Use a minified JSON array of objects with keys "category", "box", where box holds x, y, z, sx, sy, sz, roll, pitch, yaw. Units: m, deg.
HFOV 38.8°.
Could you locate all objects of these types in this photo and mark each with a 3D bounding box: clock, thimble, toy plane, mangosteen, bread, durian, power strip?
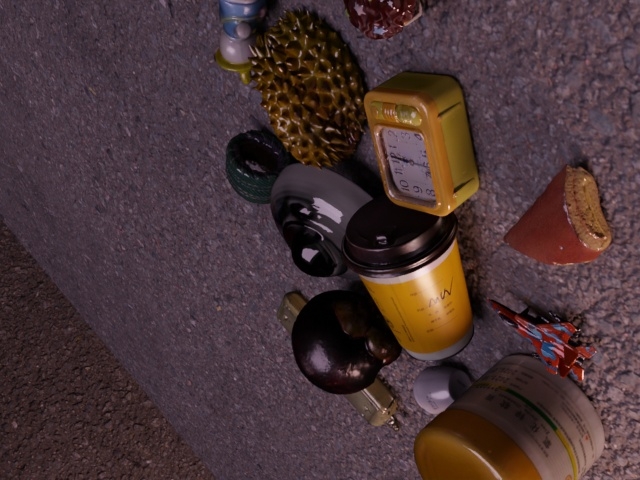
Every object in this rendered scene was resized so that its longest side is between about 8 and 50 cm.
[{"category":"clock","box":[0.155,-0.148,1.393,0.143,0.096,0.202,15,132,44]},{"category":"thimble","box":[-0.122,-0.142,1.769,0.135,0.118,0.090,41,146,19]},{"category":"toy plane","box":[0.347,0.143,1.443,0.189,0.061,0.130,43,149,29]},{"category":"mangosteen","box":[0.067,0.187,1.773,0.250,0.211,0.211,-26,99,29]},{"category":"bread","box":[0.343,-0.016,1.278,0.119,0.067,0.192,47,149,14]},{"category":"durian","box":[-0.010,-0.256,1.513,0.260,0.154,0.186,48,126,-4]},{"category":"power strip","box":[0.046,0.269,2.002,0.387,0.066,0.092,48,148,17]}]

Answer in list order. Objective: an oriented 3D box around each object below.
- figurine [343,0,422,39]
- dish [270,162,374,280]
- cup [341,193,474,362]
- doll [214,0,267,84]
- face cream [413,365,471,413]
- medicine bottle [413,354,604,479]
[{"category":"figurine","box":[0.093,-0.364,1.199,0.174,0.115,0.240,44,154,14]},{"category":"dish","box":[0.000,0.000,1.655,0.273,0.134,0.273,30,153,17]},{"category":"cup","box":[0.160,0.062,1.519,0.196,0.196,0.280,18,143,47]},{"category":"doll","box":[-0.140,-0.381,1.578,0.135,0.098,0.241,40,150,27]},{"category":"face cream","box":[0.231,0.281,1.716,0.095,0.091,0.091,-18,105,51]},{"category":"medicine bottle","box":[0.315,0.346,1.519,0.238,0.232,0.238,36,146,29]}]
